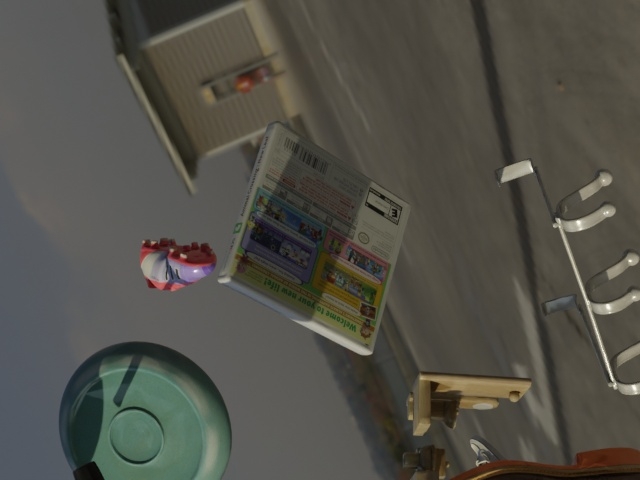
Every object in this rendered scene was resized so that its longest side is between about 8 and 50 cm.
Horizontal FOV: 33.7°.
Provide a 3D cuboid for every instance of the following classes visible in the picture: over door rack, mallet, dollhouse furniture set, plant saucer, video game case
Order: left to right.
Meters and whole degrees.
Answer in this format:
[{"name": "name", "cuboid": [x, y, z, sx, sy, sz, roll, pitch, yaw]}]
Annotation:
[{"name": "mallet", "cuboid": [-0.363, 0.372, 1.614, 0.062, 0.039, 0.190, 66, 155, 2]}, {"name": "plant saucer", "cuboid": [-0.309, 0.332, 1.806, 0.317, 0.318, 0.044, 67, -165, -4]}, {"name": "video game case", "cuboid": [0.000, 0.000, 1.173, 0.212, 0.023, 0.193, 30, -115, -32]}, {"name": "dollhouse furniture set", "cuboid": [0.162, 0.243, 1.184, 0.144, 0.123, 0.151, 99, 174, -65]}, {"name": "over door rack", "cuboid": [0.338, 0.025, 1.345, 0.324, 0.108, 0.239, -110, -1, -75]}]

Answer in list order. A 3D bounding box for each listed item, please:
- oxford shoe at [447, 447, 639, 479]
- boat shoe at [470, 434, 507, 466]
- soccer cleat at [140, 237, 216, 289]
[{"name": "oxford shoe", "cuboid": [0.270, 0.360, 1.335, 0.130, 0.364, 0.132, 87, 169, -45]}, {"name": "boat shoe", "cuboid": [0.239, 0.316, 1.512, 0.100, 0.035, 0.035, 40, 159, 51]}, {"name": "soccer cleat", "cuboid": [-0.242, 0.050, 1.807, 0.248, 0.083, 0.095, 10, 106, 58]}]
